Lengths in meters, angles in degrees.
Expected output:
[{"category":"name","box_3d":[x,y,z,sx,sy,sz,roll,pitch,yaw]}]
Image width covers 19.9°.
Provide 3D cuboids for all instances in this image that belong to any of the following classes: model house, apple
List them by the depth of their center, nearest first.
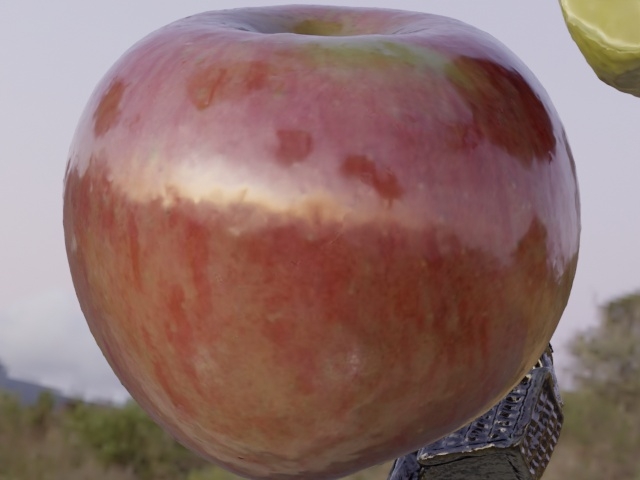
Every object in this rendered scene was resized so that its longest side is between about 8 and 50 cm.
[{"category":"apple","box_3d":[0.000,0.000,1.105,0.345,0.269,0.345,0,13,0]},{"category":"model house","box_3d":[0.140,0.139,1.461,0.106,0.165,0.152,26,-34,-3]}]

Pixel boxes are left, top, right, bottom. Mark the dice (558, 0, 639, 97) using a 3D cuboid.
[{"category":"dice","box_3d":[0.249,-0.181,1.094,0.169,0.169,0.166,4,-14,-45]}]
